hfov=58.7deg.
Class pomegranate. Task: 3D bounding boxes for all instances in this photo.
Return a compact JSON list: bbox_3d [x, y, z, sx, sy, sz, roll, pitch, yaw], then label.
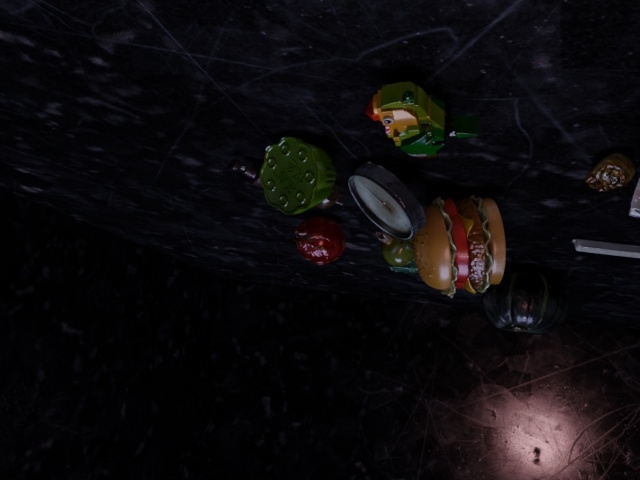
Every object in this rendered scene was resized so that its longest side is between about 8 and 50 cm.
[{"bbox_3d":[0.255,0.021,1.977,0.159,0.129,0.129,19,167,-6],"label":"pomegranate"}]

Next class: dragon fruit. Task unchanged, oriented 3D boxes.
[{"bbox_3d":[0.000,0.000,1.981,0.172,0.172,0.209,3,180,28],"label":"dragon fruit"}]

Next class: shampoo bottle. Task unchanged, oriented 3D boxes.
[{"bbox_3d":[-0.140,-0.171,1.568,0.236,0.067,0.068,20,145,-33],"label":"shampoo bottle"}]

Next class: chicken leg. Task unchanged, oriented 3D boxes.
[{"bbox_3d":[0.584,-0.131,1.175,0.093,0.070,0.178,-19,174,11],"label":"chicken leg"}]

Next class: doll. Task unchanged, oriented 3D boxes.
[{"bbox_3d":[0.172,-0.217,1.008,0.186,0.106,0.134,21,158,-39],"label":"doll"}]

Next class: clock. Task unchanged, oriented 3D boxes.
[{"bbox_3d":[0.163,-0.096,1.430,0.226,0.049,0.226,41,164,14],"label":"clock"}]

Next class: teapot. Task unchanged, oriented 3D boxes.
[{"bbox_3d":[0.013,-0.137,1.590,0.121,0.076,0.068,45,146,-13],"label":"teapot"}]

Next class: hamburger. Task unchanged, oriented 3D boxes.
[{"bbox_3d":[0.350,0.013,1.504,0.212,0.274,0.274,-6,167,2],"label":"hamburger"}]

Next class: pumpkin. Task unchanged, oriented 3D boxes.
[{"bbox_3d":[0.807,0.244,2.257,0.323,0.241,0.323,7,168,2],"label":"pumpkin"}]

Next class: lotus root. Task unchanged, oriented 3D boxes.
[{"bbox_3d":[-0.027,-0.156,1.369,0.186,0.186,0.186,10,168,2],"label":"lotus root"}]

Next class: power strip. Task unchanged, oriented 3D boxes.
[{"bbox_3d":[0.890,0.026,1.708,0.253,0.027,0.060,7,167,14],"label":"power strip"}]

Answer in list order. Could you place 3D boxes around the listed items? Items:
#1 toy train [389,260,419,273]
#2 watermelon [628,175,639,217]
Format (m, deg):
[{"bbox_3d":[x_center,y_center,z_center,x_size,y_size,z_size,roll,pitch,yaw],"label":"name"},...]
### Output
[{"bbox_3d":[0.370,0.071,2.132,0.270,0.115,0.154,6,164,14],"label":"toy train"},{"bbox_3d":[0.662,-0.119,0.947,0.264,0.151,0.302,2,166,35],"label":"watermelon"}]
